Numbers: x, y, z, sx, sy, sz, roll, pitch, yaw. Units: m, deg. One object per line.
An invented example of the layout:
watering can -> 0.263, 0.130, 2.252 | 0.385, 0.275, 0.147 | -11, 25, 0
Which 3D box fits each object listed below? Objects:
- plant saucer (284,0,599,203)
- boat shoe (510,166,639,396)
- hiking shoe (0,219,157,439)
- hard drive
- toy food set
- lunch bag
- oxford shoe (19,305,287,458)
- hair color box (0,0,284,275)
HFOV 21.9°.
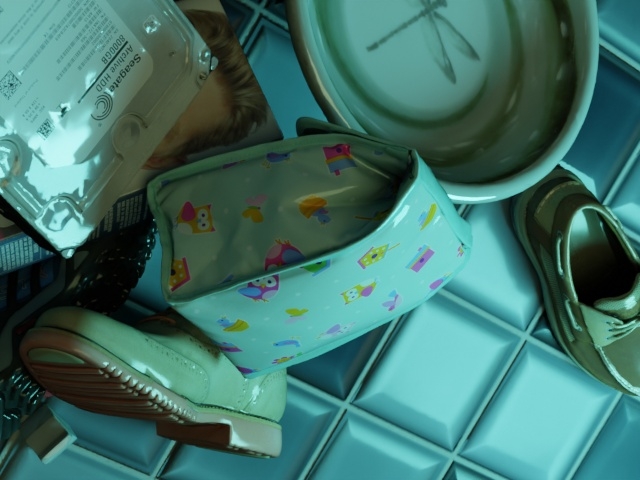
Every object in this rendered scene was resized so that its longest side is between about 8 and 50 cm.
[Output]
plant saucer -> 0.108, -0.229, 1.668 | 0.400, 0.100, 0.400 | 6, 79, -35
boat shoe -> 0.325, 0.065, 1.900 | 0.123, 0.116, 0.324 | -39, 118, -7
hiking shoe -> -0.285, 0.047, 1.632 | 0.304, 0.132, 0.113 | -51, 157, -23
hard drive -> -0.244, -0.169, 1.366 | 0.237, 0.064, 0.339 | -54, 139, -15
toy food set -> -0.310, 0.203, 1.679 | 0.232, 0.104, 0.111 | -42, 118, -5
lunch bag -> 0.000, 0.000, 1.539 | 0.262, 0.160, 0.223 | -19, 153, 10
oxford shoe -> -0.158, 0.113, 1.652 | 0.397, 0.140, 0.146 | 35, 63, -59
hair color box -> -0.229, -0.095, 1.567 | 0.347, 0.105, 0.174 | -22, 76, -16
